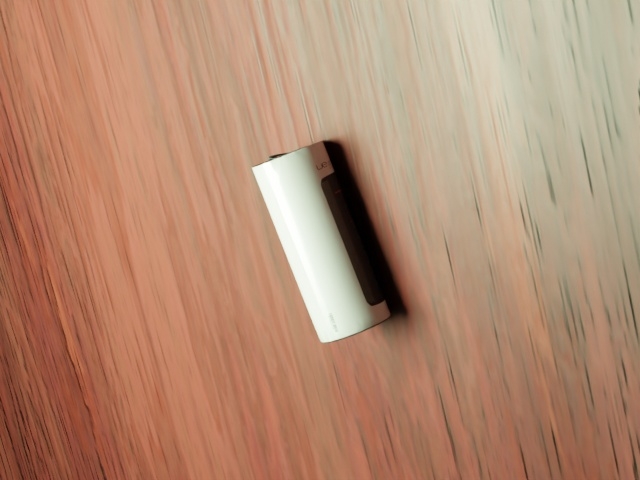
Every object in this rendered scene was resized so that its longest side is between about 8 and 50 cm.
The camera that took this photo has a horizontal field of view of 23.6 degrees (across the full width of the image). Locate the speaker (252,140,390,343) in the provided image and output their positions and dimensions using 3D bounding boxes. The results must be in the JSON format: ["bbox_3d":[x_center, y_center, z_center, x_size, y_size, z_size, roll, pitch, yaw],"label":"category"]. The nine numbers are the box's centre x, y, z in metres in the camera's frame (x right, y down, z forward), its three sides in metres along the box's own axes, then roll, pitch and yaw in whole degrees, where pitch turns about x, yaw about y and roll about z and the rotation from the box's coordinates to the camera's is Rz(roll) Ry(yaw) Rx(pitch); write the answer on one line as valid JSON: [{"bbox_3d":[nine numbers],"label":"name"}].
[{"bbox_3d":[0.000,0.000,1.078,0.055,0.055,0.136,-17,95,55],"label":"speaker"}]
